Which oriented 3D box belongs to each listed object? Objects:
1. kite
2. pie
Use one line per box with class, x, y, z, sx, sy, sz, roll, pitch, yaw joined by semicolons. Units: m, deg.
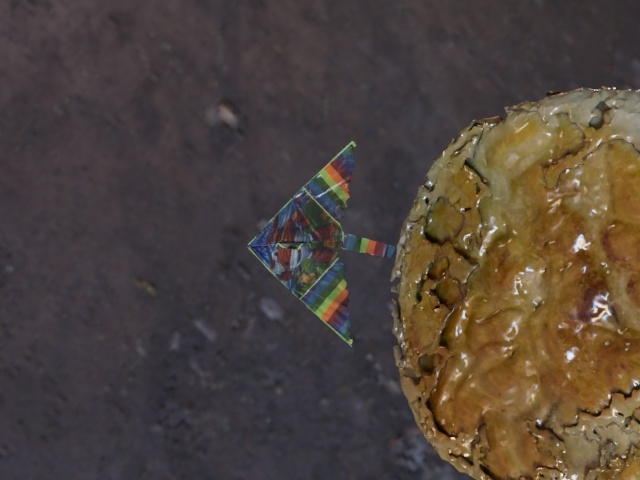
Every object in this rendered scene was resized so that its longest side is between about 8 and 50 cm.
kite;0.000;0.000;0.852;0.004;0.090;0.122;42;52;-69
pie;0.163;0.040;0.884;0.274;0.274;0.055;55;23;15
